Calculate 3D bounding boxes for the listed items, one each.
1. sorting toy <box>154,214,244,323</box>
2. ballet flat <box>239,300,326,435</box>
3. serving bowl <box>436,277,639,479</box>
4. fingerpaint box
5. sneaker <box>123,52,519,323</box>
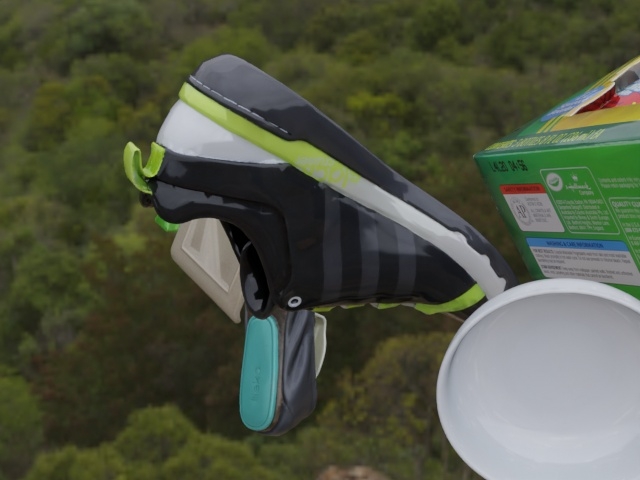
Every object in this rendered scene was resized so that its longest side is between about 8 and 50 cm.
[{"bbox_3d":[-0.107,-0.019,1.684,0.047,0.196,0.348,5,22,-37],"label":"sorting toy"},{"bbox_3d":[-0.025,0.047,1.030,0.074,0.203,0.074,2,4,0],"label":"ballet flat"},{"bbox_3d":[0.081,0.046,0.451,0.083,0.083,0.027,4,27,6],"label":"serving bowl"},{"bbox_3d":[0.392,-0.103,1.090,0.371,0.163,0.445,-31,11,-15],"label":"fingerpaint box"},{"bbox_3d":[0.000,0.000,0.667,0.235,0.097,0.084,35,0,-32],"label":"sneaker"}]
